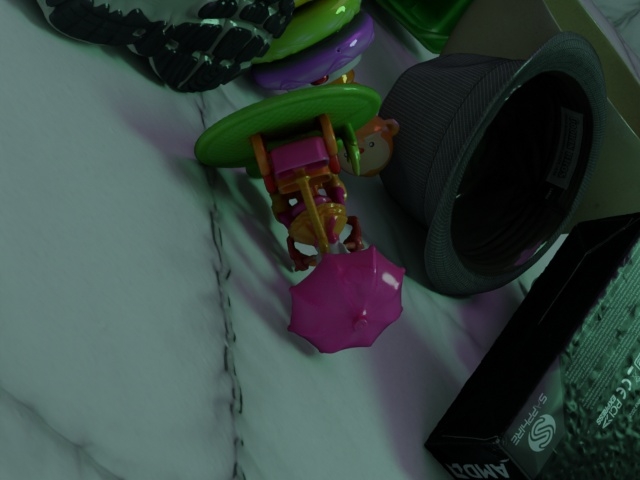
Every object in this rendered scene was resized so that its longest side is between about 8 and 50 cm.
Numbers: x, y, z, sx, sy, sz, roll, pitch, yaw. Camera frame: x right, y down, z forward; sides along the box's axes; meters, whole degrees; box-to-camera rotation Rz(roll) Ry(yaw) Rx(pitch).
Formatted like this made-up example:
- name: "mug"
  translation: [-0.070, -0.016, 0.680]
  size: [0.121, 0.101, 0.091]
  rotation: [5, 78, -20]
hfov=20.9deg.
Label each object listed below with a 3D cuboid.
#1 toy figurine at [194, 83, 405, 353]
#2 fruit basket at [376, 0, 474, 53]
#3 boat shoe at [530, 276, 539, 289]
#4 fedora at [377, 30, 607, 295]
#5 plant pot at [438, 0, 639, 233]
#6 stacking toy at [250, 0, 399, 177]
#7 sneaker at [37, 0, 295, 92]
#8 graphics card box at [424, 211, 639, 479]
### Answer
- name: "toy figurine"
  translation: [0.000, 0.000, 1.160]
  size: [0.173, 0.130, 0.159]
  rotation: [86, -12, -77]
- name: "fruit basket"
  translation: [0.184, -0.382, 1.803]
  size: [0.283, 0.392, 0.392]
  rotation: [36, 25, -45]
- name: "boat shoe"
  translation: [0.238, 0.080, 1.698]
  size: [0.100, 0.035, 0.035]
  rotation: [54, -10, 11]
- name: "fedora"
  translation: [0.131, -0.080, 1.476]
  size: [0.124, 0.244, 0.275]
  rotation: [31, 6, 29]
- name: "plant pot"
  translation: [0.208, -0.114, 1.707]
  size: [0.284, 0.191, 0.284]
  rotation: [46, 20, -23]
- name: "stacking toy"
  translation: [-0.022, -0.178, 1.356]
  size: [0.166, 0.175, 0.302]
  rotation: [-90, 155, -69]
- name: "sneaker"
  translation: [-0.111, -0.183, 1.177]
  size: [0.110, 0.107, 0.275]
  rotation: [53, 15, 27]
- name: "graphics card box"
  translation: [0.268, 0.187, 1.282]
  size: [0.371, 0.094, 0.233]
  rotation: [48, 62, -20]
